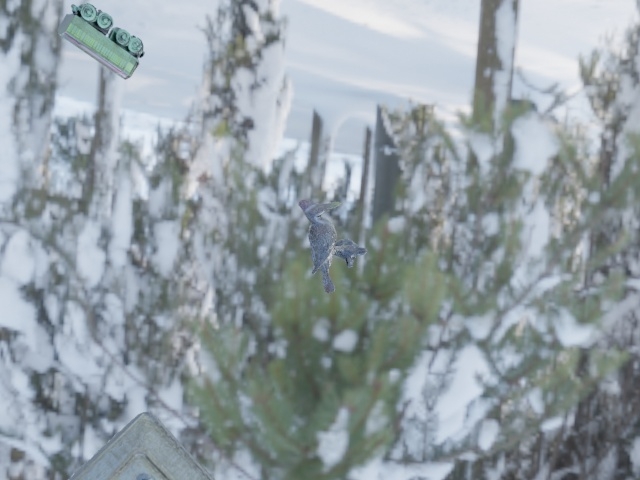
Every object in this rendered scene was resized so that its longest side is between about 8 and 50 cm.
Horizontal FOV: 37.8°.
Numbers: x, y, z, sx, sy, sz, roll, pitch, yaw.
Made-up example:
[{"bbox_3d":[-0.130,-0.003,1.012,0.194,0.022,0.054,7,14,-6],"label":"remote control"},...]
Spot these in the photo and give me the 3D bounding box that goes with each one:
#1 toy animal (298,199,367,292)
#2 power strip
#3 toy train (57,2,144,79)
[{"bbox_3d":[0.009,-0.002,1.675,0.105,0.202,0.070,-40,-138,-16],"label":"toy animal"},{"bbox_3d":[-0.267,0.399,1.309,0.257,0.251,0.092,-42,-162,-16],"label":"power strip"},{"bbox_3d":[-0.343,-0.318,1.477,0.148,0.071,0.038,34,180,-44],"label":"toy train"}]
